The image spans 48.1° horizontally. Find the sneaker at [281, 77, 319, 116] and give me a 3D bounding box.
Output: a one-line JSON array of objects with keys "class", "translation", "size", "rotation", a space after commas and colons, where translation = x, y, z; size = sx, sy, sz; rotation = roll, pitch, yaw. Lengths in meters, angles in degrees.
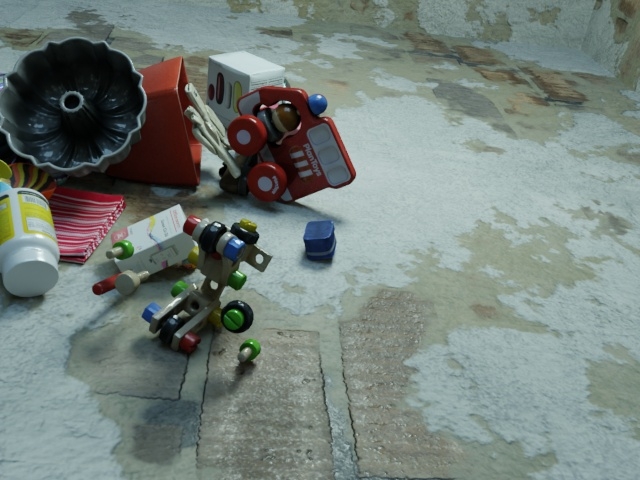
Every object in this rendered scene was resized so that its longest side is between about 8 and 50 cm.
[{"class": "sneaker", "translation": [-0.127, -0.447, 2.283], "size": [0.267, 0.101, 0.106], "rotation": [36, 50, 1]}]

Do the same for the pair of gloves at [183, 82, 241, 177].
[{"class": "pair of gloves", "translation": [-0.280, -0.273, 1.805], "size": [0.042, 0.204, 0.240], "rotation": [-32, 36, 7]}]

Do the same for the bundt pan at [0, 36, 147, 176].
[{"class": "bundt pan", "translation": [-0.551, -0.289, 1.635], "size": [0.331, 0.124, 0.330], "rotation": [1, 74, -3]}]

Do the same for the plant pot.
[{"class": "plant pot", "translation": [-0.453, -0.298, 1.865], "size": [0.236, 0.267, 0.267], "rotation": [-8, 32, -2]}]

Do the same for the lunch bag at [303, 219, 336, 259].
[{"class": "lunch bag", "translation": [0.000, 0.000, 1.642], "size": [0.067, 0.065, 0.098], "rotation": [-3, 29, 12]}]

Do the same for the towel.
[{"class": "towel", "translation": [-0.570, -0.042, 1.603], "size": [0.199, 0.031, 0.275], "rotation": [8, 30, 1]}]

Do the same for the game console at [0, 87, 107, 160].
[{"class": "game console", "translation": [-0.731, -0.320, 1.830], "size": [0.387, 0.060, 0.342], "rotation": [-34, 39, -11]}]

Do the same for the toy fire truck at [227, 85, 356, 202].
[{"class": "toy fire truck", "translation": [-0.070, -0.248, 1.796], "size": [0.254, 0.302, 0.169], "rotation": [-19, 11, 23]}]

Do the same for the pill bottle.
[{"class": "pill bottle", "translation": [-0.582, 0.003, 1.413], "size": [0.119, 0.119, 0.208], "rotation": [-7, 45, -25]}]

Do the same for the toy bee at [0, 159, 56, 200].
[{"class": "toy bee", "translation": [-0.719, -0.109, 1.511], "size": [0.162, 0.195, 0.298], "rotation": [51, 24, 0]}]

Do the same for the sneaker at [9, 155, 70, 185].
[{"class": "sneaker", "translation": [-0.682, -0.174, 1.730], "size": [0.083, 0.098, 0.223], "rotation": [18, 32, 16]}]

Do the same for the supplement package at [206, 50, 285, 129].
[{"class": "supplement package", "translation": [-0.235, -0.452, 2.213], "size": [0.194, 0.203, 0.149], "rotation": [30, 36, 33]}]

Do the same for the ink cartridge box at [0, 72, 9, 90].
[{"class": "ink cartridge box", "translation": [-0.939, -0.443, 2.104], "size": [0.311, 0.065, 0.186], "rotation": [16, 30, 32]}]

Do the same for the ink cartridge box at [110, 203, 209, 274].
[{"class": "ink cartridge box", "translation": [-0.325, -0.003, 1.487], "size": [0.198, 0.067, 0.115], "rotation": [-24, 37, -6]}]

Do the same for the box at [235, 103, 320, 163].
[{"class": "box", "translation": [-0.109, -0.287, 2.018], "size": [0.232, 0.148, 0.127], "rotation": [21, 33, 22]}]

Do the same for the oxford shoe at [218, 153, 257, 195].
[{"class": "oxford shoe", "translation": [-0.218, -0.198, 1.907], "size": [0.096, 0.082, 0.227], "rotation": [6, 29, 5]}]

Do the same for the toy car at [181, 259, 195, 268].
[{"class": "toy car", "translation": [-0.240, 0.039, 1.526], "size": [0.122, 0.060, 0.040], "rotation": [-2, 63, -5]}]

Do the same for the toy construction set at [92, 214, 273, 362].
[{"class": "toy construction set", "translation": [-0.237, 0.063, 1.370], "size": [0.309, 0.257, 0.237], "rotation": [5, 12, 15]}]
